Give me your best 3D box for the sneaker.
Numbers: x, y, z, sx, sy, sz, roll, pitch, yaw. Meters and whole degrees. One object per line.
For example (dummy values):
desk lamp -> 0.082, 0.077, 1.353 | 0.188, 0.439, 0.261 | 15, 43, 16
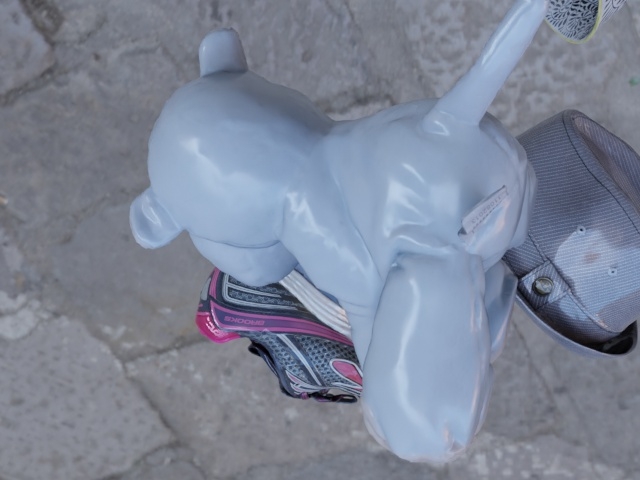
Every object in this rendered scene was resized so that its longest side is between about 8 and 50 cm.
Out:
sneaker -> 0.018, 0.108, 0.878 | 0.299, 0.112, 0.121 | 39, 167, -19

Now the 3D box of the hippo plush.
hippo plush -> 0.000, 0.000, 0.606 | 0.236, 0.234, 0.294 | 12, 167, 15

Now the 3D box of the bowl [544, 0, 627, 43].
bowl -> 0.228, -0.261, 0.822 | 0.080, 0.170, 0.170 | -22, 126, -4

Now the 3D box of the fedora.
fedora -> 0.243, -0.025, 0.913 | 0.124, 0.243, 0.275 | -37, 87, 32
